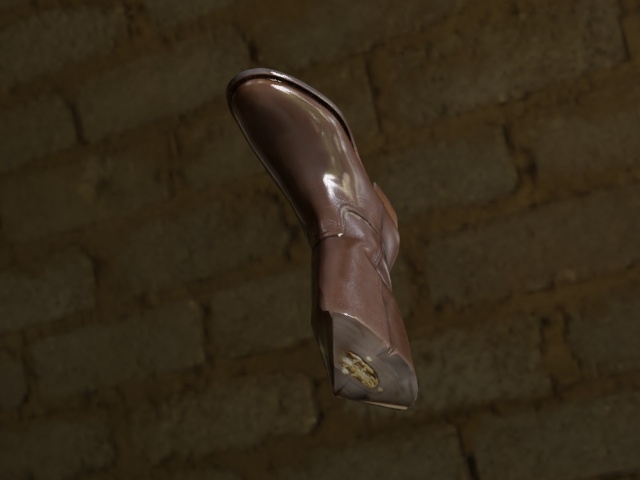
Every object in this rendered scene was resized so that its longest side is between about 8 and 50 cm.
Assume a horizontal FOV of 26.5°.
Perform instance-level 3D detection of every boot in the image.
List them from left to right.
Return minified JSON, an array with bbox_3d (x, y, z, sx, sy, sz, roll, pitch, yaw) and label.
[{"bbox_3d":[0.000,0.000,0.508,0.037,0.106,0.114,-32,30,24],"label":"boot"}]
